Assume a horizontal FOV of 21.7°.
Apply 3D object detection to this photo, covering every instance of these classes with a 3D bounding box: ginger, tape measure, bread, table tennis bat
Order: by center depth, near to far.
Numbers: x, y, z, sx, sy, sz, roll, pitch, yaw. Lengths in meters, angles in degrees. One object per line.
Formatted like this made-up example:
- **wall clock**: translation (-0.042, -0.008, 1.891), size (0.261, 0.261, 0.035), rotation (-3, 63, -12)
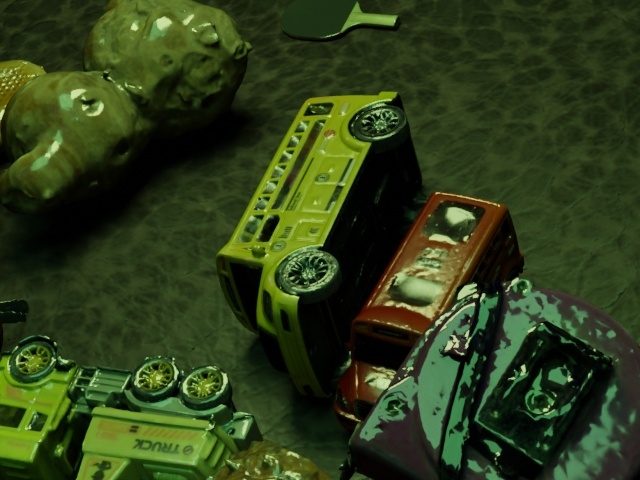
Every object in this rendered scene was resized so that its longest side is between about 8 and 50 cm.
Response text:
- **tape measure**: translation (0.169, 0.161, 1.432), size (0.232, 0.149, 0.245), rotation (28, 73, 15)
- **ginger**: translation (-0.237, -0.160, 1.911), size (0.256, 0.176, 0.375), rotation (8, 48, 47)
- **bread**: translation (-0.405, -0.146, 2.006), size (0.189, 0.077, 0.114), rotation (-37, 65, -17)
- **table tennis bat**: translation (0.024, -0.275, 2.051), size (0.156, 0.013, 0.087), rotation (9, 48, 26)

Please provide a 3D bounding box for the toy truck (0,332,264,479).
- **toy truck**: translation (-0.194, 0.197, 1.559), size (0.272, 0.124, 0.157), rotation (7, 50, 21)

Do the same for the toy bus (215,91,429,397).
- **toy bus**: translation (0.000, 0.000, 1.687), size (0.151, 0.145, 0.331), rotation (5, 45, 23)

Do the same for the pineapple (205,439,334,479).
- **pineapple**: translation (-0.074, 0.316, 1.405), size (0.158, 0.158, 0.278), rotation (19, 66, 31)

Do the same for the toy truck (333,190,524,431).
- **toy truck**: translation (0.102, 0.073, 1.601), size (0.107, 0.114, 0.252), rotation (13, 50, 26)

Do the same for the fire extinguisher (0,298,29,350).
- **fire extinguisher**: translation (-0.372, 0.113, 1.639), size (0.135, 0.114, 0.337), rotation (-5, 12, -1)
